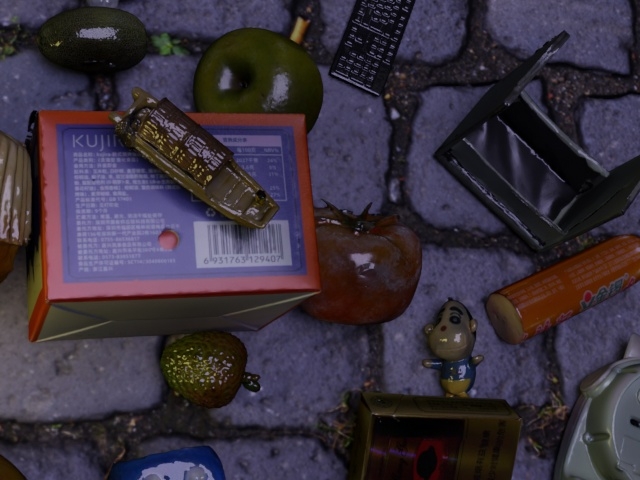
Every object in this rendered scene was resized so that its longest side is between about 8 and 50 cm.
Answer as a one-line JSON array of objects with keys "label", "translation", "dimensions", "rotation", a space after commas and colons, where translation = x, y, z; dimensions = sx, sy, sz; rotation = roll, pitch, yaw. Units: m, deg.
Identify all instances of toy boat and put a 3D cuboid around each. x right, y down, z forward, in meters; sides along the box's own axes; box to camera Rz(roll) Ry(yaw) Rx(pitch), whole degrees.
[{"label": "toy boat", "translation": [-0.146, -0.095, 1.309], "dimensions": [0.226, 0.088, 0.068], "rotation": [38, 67, -4]}]

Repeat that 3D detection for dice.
[{"label": "dice", "translation": [-0.204, 0.358, 1.492], "dimensions": [0.143, 0.146, 0.146], "rotation": [-5, 79, -21]}]

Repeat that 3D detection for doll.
[{"label": "doll", "translation": [0.204, 0.174, 1.703], "dimensions": [0.089, 0.102, 0.179], "rotation": [27, 58, -56]}]

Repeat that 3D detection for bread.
[{"label": "bread", "translation": [-0.487, -0.027, 1.365], "dimensions": [0.236, 0.388, 0.183], "rotation": [20, 67, -20]}]

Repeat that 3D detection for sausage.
[{"label": "sausage", "translation": [0.419, 0.067, 1.789], "dimensions": [0.312, 0.093, 0.093], "rotation": [-23, 85, -21]}]

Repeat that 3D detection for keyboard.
[{"label": "keyboard", "translation": [0.108, -0.385, 1.836], "dimensions": [0.100, 0.018, 0.310], "rotation": [24, 71, -10]}]

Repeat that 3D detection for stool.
[{"label": "stool", "translation": [0.357, -0.143, 1.722], "dimensions": [0.243, 0.269, 0.170], "rotation": [42, 69, -4]}]

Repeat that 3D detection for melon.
[{"label": "melon", "translation": [-0.334, -0.294, 1.631], "dimensions": [0.162, 0.099, 0.099], "rotation": [-3, 78, -16]}]

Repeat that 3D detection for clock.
[{"label": "clock", "translation": [0.522, 0.314, 1.754], "dimensions": [0.265, 0.108, 0.324], "rotation": [21, 71, -11]}]

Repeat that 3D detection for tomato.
[{"label": "tomato", "translation": [0.053, 0.041, 1.625], "dimensions": [0.214, 0.155, 0.181], "rotation": [3, 101, -15]}]

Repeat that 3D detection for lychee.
[{"label": "lychee", "translation": [-0.153, 0.182, 1.567], "dimensions": [0.146, 0.114, 0.114], "rotation": [15, 73, 1]}]

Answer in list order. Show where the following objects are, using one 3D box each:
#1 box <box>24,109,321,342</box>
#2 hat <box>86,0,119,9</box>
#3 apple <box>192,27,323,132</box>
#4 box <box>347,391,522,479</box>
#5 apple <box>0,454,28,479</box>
[{"label": "box", "translation": [-0.214, -0.018, 1.486], "dimensions": [0.348, 0.318, 0.257], "rotation": [-2, 78, -17]}, {"label": "hat", "translation": [-0.292, -0.403, 1.677], "dimensions": [0.112, 0.094, 0.162], "rotation": [34, 72, 34]}, {"label": "apple", "translation": [-0.090, -0.217, 1.646], "dimensions": [0.157, 0.196, 0.196], "rotation": [10, 69, -59]}, {"label": "box", "translation": [0.166, 0.314, 1.632], "dimensions": [0.240, 0.071, 0.159], "rotation": [6, 104, -17]}, {"label": "apple", "translation": [-0.454, 0.407, 1.277], "dimensions": [0.333, 0.400, 0.400], "rotation": [-33, 89, -25]}]
